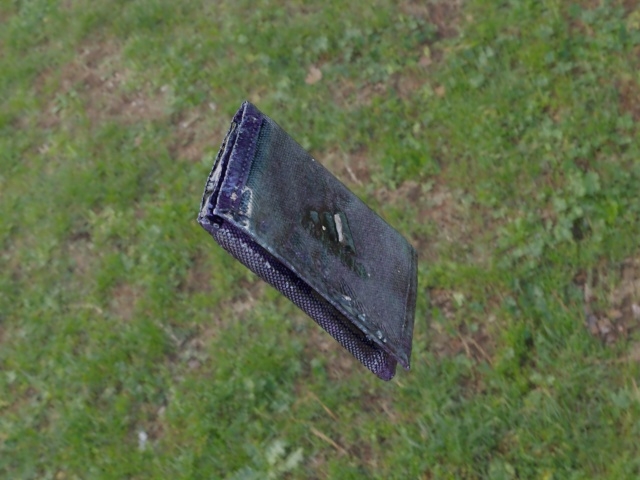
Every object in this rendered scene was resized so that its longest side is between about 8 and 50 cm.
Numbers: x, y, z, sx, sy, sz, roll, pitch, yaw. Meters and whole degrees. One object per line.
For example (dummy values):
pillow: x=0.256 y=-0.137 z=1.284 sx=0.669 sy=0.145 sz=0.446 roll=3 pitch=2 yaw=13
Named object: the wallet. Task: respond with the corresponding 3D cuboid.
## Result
wallet: x=-0.001 y=0.000 z=0.624 sx=0.030 sy=0.166 sz=0.111 roll=-32 pitch=30 yaw=32
